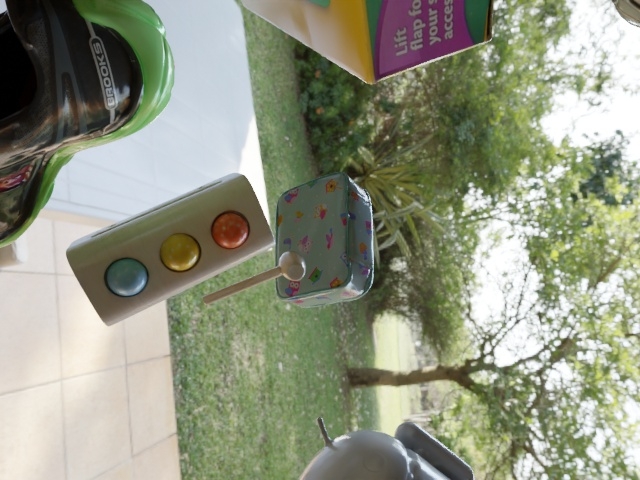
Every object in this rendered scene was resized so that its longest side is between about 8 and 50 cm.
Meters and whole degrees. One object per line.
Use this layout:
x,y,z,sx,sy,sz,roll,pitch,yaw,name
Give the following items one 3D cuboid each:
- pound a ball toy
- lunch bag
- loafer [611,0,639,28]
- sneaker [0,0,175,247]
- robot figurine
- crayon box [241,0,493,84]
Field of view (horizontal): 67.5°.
-0.183,0.034,0.744,0.136,0.319,0.208,28,-39,66,pound a ball toy
0.000,0.000,1.041,0.108,0.224,0.278,27,54,-45,lunch bag
0.428,-0.220,0.442,0.112,0.319,0.111,-1,117,-41,loafer
-0.385,-0.131,0.541,0.202,0.483,0.185,3,60,-60,sneaker
0.103,0.383,0.600,0.199,0.354,0.300,-51,-179,45,robot figurine
-0.018,-0.333,0.318,0.313,0.106,0.362,52,-18,48,crayon box
